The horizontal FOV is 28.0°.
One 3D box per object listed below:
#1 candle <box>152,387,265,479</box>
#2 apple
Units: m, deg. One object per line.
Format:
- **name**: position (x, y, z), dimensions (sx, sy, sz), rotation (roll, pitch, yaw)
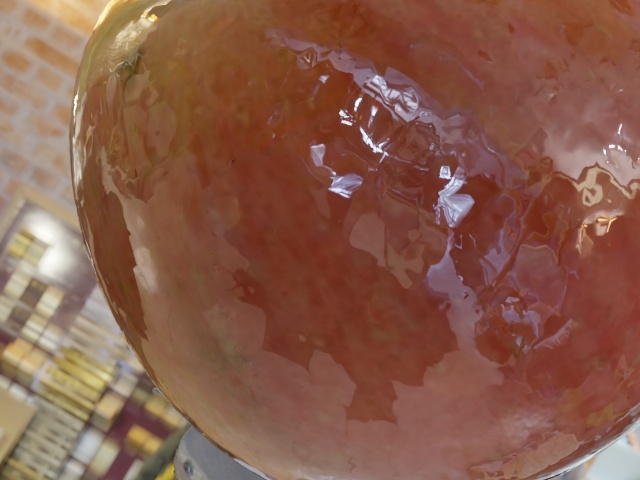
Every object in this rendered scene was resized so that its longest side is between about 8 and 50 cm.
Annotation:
- **candle**: position (-0.070, 0.254, 1.457), dimensions (0.330, 0.187, 0.187), rotation (50, 9, 34)
- **apple**: position (0.044, -0.046, 0.695), dimensions (0.364, 0.364, 0.364), rotation (31, -2, 1)
